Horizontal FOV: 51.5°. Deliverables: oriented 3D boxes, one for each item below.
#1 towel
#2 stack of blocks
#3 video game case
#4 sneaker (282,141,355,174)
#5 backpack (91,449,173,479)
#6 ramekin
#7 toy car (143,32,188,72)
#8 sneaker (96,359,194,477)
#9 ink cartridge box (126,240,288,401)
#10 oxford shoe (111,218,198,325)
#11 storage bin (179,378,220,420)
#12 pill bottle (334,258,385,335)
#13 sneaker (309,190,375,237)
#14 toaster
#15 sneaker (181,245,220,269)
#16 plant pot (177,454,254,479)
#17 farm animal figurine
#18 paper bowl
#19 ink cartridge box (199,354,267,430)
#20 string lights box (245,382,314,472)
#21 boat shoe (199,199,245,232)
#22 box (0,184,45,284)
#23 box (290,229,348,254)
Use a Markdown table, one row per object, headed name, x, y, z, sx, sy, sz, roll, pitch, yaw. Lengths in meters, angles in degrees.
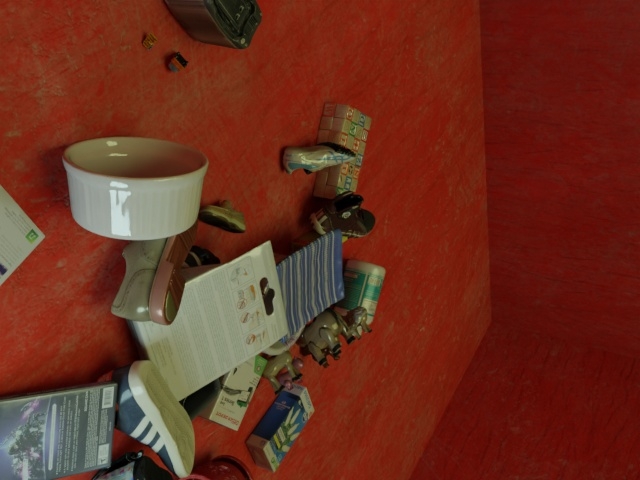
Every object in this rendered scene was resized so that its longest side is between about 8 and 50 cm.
| name | x | y | z | sx | sy | sz | roll | pitch | yaw |
| --- | --- | --- | --- | --- | --- | --- | --- | --- | --- |
| towel | -0.025 | 0.123 | 1.916 | 0.336 | 0.040 | 0.243 | -32 | 127 | -51 |
| stack of blocks | 0.061 | -0.276 | 2.146 | 0.171 | 0.087 | 0.297 | 9 | 93 | -59 |
| video game case | -0.557 | 0.400 | 1.358 | 0.274 | 0.026 | 0.196 | 0 | 102 | -40 |
| sneaker | -0.005 | -0.245 | 1.996 | 0.237 | 0.085 | 0.086 | -7 | 124 | -26 |
| backpack | -0.450 | 0.581 | 1.532 | 0.152 | 0.182 | 0.115 | 59 | 12 | -33 |
| ramekin | -0.368 | -0.107 | 1.328 | 0.277 | 0.277 | 0.135 | -26 | 130 | -53 |
| toy car | -0.349 | -0.419 | 1.482 | 0.040 | 0.060 | 0.122 | -37 | 131 | 16 |
| sneaker | -0.411 | 0.428 | 1.558 | 0.131 | 0.148 | 0.350 | -87 | 162 | -61 |
| ink cartridge box | -0.275 | 0.192 | 1.658 | 0.385 | 0.091 | 0.308 | -29 | 126 | -30 |
| oxford shoe | -0.369 | -0.004 | 1.492 | 0.140 | 0.146 | 0.397 | 84 | 11 | -56 |
| storage bin | -0.340 | 0.396 | 1.731 | 0.135 | 0.091 | 0.098 | -42 | 136 | -44 |
| pill bottle | 0.135 | 0.208 | 2.395 | 0.146 | 0.146 | 0.264 | 24 | 81 | -59 |
| sneaker | 0.111 | -0.088 | 2.122 | 0.281 | 0.106 | 0.162 | -6 | 152 | -45 |
| toaster | -0.246 | -0.530 | 1.482 | 0.227 | 0.146 | 0.129 | 45 | 62 | -56 |
| sneaker | -0.293 | 0.110 | 1.712 | 0.121 | 0.079 | 0.217 | -48 | 138 | -38 |
| plant pot | -0.286 | 0.703 | 1.843 | 0.174 | 0.191 | 0.191 | -18 | 116 | -61 |
| farm animal figurine | -0.036 | 0.323 | 2.120 | 0.327 | 0.172 | 0.330 | -44 | 163 | 29 |
| paper bowl | -0.152 | 0.175 | 1.903 | 0.284 | 0.148 | 0.284 | -28 | 123 | -53 |
| ink cartridge box | -0.260 | 0.406 | 1.865 | 0.160 | 0.092 | 0.219 | 47 | 60 | -54 |
| string lights box | -0.128 | 0.607 | 2.176 | 0.259 | 0.077 | 0.133 | -51 | 139 | -37 |
| boat shoe | -0.256 | -0.072 | 1.734 | 0.190 | 0.068 | 0.072 | 33 | 60 | -68 |
| box | -0.649 | 0.029 | 1.117 | 0.322 | 0.058 | 0.232 | -58 | 145 | -31 |
| box | 0.000 | 0.000 | 2.154 | 0.232 | 0.087 | 0.058 | -30 | 124 | -50 |
